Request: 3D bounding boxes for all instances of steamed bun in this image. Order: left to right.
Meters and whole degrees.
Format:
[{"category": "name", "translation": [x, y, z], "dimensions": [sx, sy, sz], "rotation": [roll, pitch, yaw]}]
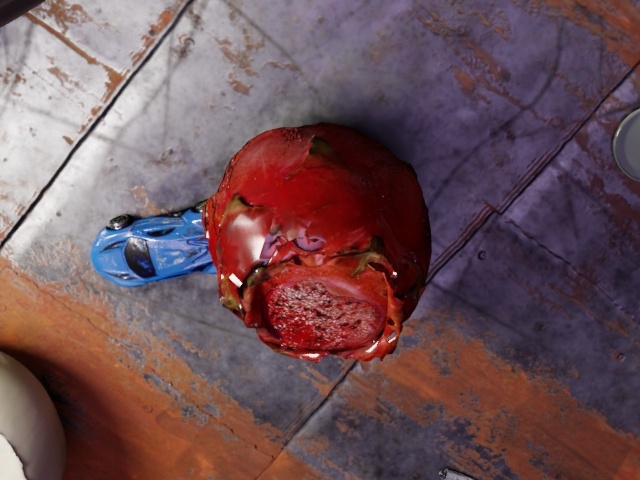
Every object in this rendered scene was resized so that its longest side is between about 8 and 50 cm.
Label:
[{"category": "steamed bun", "translation": [-0.517, 0.287, 1.591], "dimensions": [0.325, 0.206, 0.324], "rotation": [0, 112, 0]}]

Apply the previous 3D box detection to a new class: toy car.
[{"category": "toy car", "translation": [-0.210, 0.011, 1.545], "dimensions": [0.216, 0.063, 0.103], "rotation": [-11, 113, 6]}]

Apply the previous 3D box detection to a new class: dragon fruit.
[{"category": "dragon fruit", "translation": [0.000, 0.000, 1.412], "dimensions": [0.296, 0.301, 0.295], "rotation": [-2, 117, -3]}]

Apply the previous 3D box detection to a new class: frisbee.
[{"category": "frisbee", "translation": [0.440, -0.128, 1.496], "dimensions": [0.110, 0.014, 0.110], "rotation": [0, 113, 0]}]

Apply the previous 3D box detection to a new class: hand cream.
[{"category": "hand cream", "translation": [0.220, 0.366, 1.710], "dimensions": [0.093, 0.019, 0.030], "rotation": [26, 109, -16]}]

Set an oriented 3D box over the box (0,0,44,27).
[{"category": "box", "translation": [-0.404, -0.333, 1.327], "dimensions": [0.130, 0.227, 0.162], "rotation": [-16, 112, 24]}]
